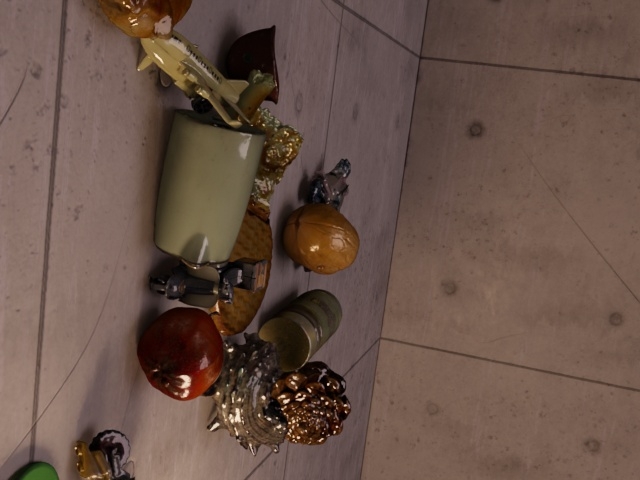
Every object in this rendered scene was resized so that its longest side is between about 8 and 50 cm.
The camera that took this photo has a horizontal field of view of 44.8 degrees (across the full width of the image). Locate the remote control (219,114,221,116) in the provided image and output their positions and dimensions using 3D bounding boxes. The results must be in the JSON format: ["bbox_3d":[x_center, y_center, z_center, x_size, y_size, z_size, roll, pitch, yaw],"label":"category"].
[{"bbox_3d":[-0.171,-0.181,1.671,0.245,0.022,0.077,73,28,-45],"label":"remote control"}]

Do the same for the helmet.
[{"bbox_3d":[-0.137,-0.353,1.581,0.175,0.106,0.155,57,30,-85],"label":"helmet"}]

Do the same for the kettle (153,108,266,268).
[{"bbox_3d":[-0.207,-0.098,1.403,0.240,0.165,0.256,-125,-133,-69],"label":"kettle"}]

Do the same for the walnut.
[{"bbox_3d":[0.000,0.000,2.101,0.226,0.193,0.193,45,54,-51],"label":"walnut"}]

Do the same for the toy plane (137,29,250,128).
[{"bbox_3d":[-0.215,-0.281,1.308,0.092,0.229,0.244,-44,142,18],"label":"toy plane"}]

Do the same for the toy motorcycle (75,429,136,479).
[{"bbox_3d":[-0.361,0.430,1.265,0.129,0.094,0.229,-5,89,-38],"label":"toy motorcycle"}]

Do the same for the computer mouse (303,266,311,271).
[{"bbox_3d":[-0.016,0.018,2.314,0.232,0.057,0.120,-45,139,-67],"label":"computer mouse"}]

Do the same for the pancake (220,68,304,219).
[{"bbox_3d":[-0.123,-0.182,1.591,0.377,0.197,0.054,87,-20,-49],"label":"pancake"}]

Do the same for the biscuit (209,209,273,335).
[{"bbox_3d":[-0.183,0.064,1.791,0.318,0.040,0.318,9,90,-73],"label":"biscuit"}]

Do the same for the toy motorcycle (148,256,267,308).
[{"bbox_3d":[-0.212,0.073,1.482,0.263,0.157,0.091,-27,123,-73],"label":"toy motorcycle"}]

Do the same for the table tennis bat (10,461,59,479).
[{"bbox_3d":[-0.438,0.457,1.146,0.160,0.039,0.257,10,84,-75],"label":"table tennis bat"}]

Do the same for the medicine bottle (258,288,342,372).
[{"bbox_3d":[-0.048,0.240,2.163,0.322,0.151,0.151,-33,130,-69],"label":"medicine bottle"}]

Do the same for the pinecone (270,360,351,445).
[{"bbox_3d":[-0.032,0.452,2.210,0.309,0.243,0.244,-97,-167,-78],"label":"pinecone"}]

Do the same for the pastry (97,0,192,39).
[{"bbox_3d":[-0.256,-0.413,1.138,0.229,0.100,0.219,-56,148,-45],"label":"pastry"}]

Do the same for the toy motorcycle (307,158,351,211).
[{"bbox_3d":[0.029,-0.163,2.274,0.239,0.108,0.204,86,25,-75],"label":"toy motorcycle"}]

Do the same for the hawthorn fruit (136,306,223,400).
[{"bbox_3d":[-0.244,0.193,1.438,0.194,0.156,0.157,-55,151,-46],"label":"hawthorn fruit"}]

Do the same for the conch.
[{"bbox_3d":[-0.167,0.359,1.831,0.241,0.186,0.313,-54,132,-70],"label":"conch"}]
